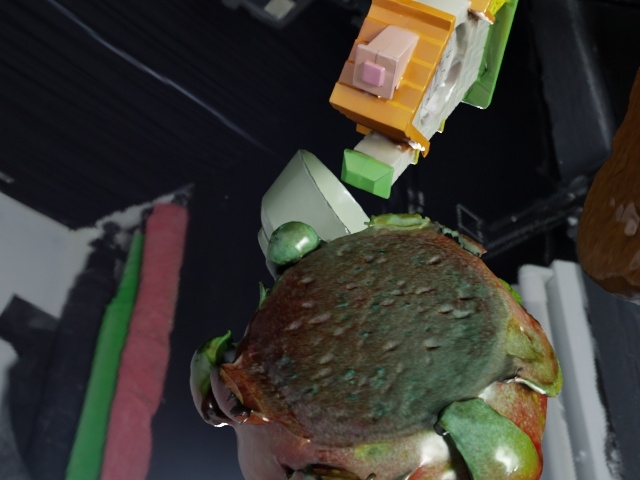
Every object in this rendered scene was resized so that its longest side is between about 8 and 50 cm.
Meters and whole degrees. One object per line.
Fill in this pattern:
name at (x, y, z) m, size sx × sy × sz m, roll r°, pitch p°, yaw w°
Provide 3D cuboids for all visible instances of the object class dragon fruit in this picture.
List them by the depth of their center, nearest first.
dragon fruit at (0.041, 0.095, 0.577) m, size 0.269 × 0.130 × 0.295 m, roll -24°, pitch -141°, yaw -6°

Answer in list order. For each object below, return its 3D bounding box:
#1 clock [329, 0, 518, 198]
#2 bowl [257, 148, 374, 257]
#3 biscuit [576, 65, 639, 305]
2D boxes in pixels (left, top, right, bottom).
clock at (0.116, -0.192, 0.862) m, size 0.106 × 0.219 × 0.255 m, roll 25°, pitch -130°, yaw 18°
bowl at (0.000, 0.000, 0.962) m, size 0.112 × 0.211 × 0.211 m, roll -36°, pitch -143°, yaw 13°
biscuit at (0.180, -0.089, 0.246) m, size 0.277 × 0.052 × 0.262 m, roll -77°, pitch -174°, yaw -89°
